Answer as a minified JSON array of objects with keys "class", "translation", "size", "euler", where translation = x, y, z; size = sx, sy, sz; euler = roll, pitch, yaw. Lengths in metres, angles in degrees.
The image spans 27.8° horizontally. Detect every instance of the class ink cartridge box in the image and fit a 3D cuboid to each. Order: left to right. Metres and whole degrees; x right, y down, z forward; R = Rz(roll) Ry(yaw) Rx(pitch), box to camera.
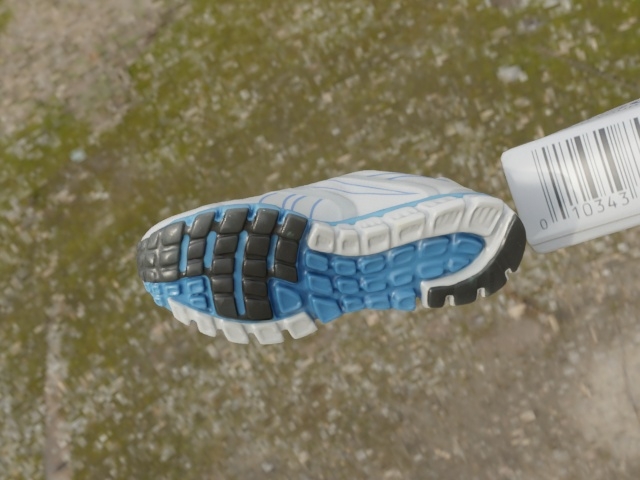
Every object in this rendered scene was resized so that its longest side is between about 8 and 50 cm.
[{"class":"ink cartridge box","translation":[0.300,-0.088,0.789],"size":[0.324,0.071,0.330],"euler":[-19,3,21]}]

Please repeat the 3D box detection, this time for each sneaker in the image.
[{"class":"sneaker","translation":[0.000,0.000,0.648],"size":[0.190,0.071,0.083],"euler":[-3,26,-17]}]
